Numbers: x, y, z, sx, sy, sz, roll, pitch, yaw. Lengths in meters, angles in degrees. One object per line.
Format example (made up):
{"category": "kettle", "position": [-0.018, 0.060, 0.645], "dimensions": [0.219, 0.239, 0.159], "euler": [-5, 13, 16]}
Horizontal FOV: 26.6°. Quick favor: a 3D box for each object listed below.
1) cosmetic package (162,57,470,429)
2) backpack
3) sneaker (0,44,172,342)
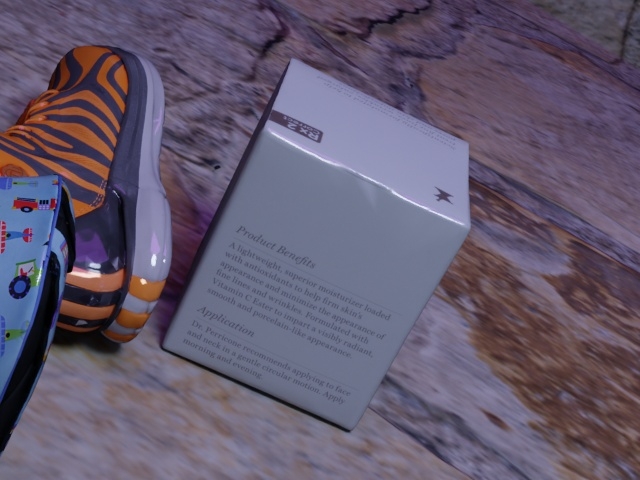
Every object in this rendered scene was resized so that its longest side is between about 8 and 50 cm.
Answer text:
{"category": "cosmetic package", "position": [0.000, 0.000, 0.957], "dimensions": [0.151, 0.184, 0.151], "euler": [25, 25, -7]}
{"category": "backpack", "position": [-0.196, 0.040, 0.695], "dimensions": [0.117, 0.173, 0.158], "euler": [20, 27, -16]}
{"category": "sneaker", "position": [-0.209, -0.068, 0.947], "dimensions": [0.180, 0.124, 0.321], "euler": [17, 27, -24]}
